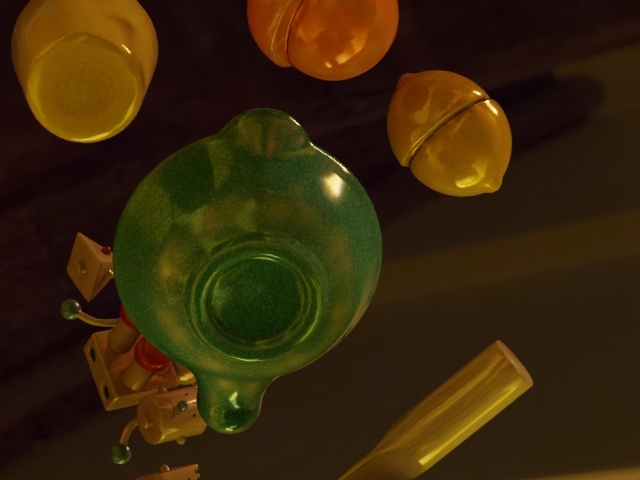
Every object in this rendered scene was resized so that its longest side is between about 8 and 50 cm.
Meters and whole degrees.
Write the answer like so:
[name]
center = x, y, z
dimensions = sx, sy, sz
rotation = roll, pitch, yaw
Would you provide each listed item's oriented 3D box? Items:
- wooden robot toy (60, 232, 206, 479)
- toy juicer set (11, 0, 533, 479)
[wooden robot toy]
center = -0.084, 0.071, 1.038
dimensions = 0.079, 0.076, 0.173
rotation = -9, -112, -36
[toy juicer set]
center = 0.000, 0.000, 0.898
dimensions = 0.089, 0.209, 0.329
rotation = -107, -5, -66
